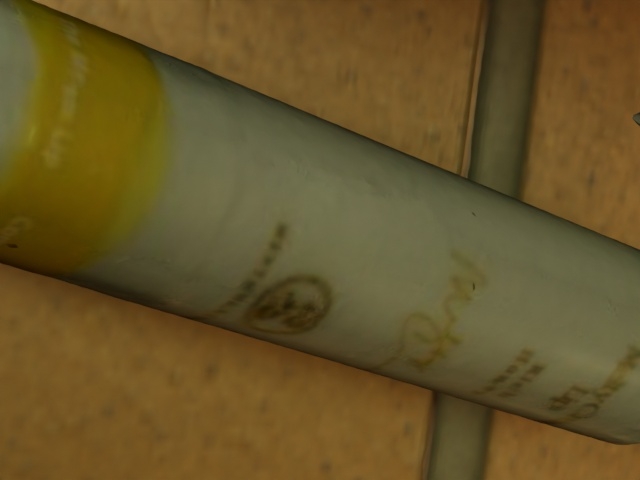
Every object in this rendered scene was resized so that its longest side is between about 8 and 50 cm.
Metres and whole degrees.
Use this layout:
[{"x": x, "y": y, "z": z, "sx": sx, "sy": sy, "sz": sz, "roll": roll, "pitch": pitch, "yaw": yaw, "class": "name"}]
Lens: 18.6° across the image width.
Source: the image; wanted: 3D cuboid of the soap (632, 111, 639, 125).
[{"x": 0.139, "y": -0.141, "z": 0.489, "sx": 0.302, "sy": 0.258, "sz": 0.159, "roll": -3, "pitch": 115, "yaw": -29, "class": "soap"}]

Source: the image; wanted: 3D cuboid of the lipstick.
[{"x": 0.000, "y": 0.000, "z": 0.486, "sx": 0.264, "sy": 0.059, "sz": 0.059, "roll": 19, "pitch": 84, "yaw": -39, "class": "lipstick"}]
